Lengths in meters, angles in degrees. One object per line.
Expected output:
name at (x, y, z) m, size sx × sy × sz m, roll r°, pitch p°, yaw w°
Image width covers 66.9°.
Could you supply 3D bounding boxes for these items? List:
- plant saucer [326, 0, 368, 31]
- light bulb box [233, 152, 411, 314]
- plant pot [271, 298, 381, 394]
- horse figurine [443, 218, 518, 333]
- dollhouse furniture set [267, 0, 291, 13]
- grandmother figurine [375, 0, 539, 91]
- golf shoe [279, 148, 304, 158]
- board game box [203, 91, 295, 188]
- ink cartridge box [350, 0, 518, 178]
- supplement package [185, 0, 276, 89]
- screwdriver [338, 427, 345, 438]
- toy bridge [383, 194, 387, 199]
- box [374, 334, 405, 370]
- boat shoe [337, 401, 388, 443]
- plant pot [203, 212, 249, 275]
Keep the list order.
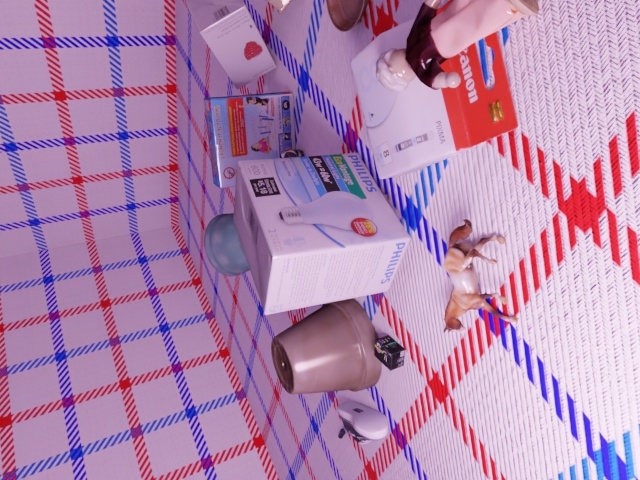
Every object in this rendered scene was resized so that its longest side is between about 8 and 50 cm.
plant saucer at (0.076, -0.650, 1.258) m, size 0.198 × 0.036 × 0.199 m, roll 36°, pitch 133°, yaw 53°
light bulb box at (-0.015, -0.033, 1.295) m, size 0.225 × 0.361 × 0.358 m, roll 105°, pitch 149°, yaw -45°
plant pot at (-0.001, 0.374, 1.608) m, size 0.323 × 0.280 × 0.323 m, roll 40°, pitch 137°, yaw 52°
horse figurine at (0.327, 0.079, 1.054) m, size 0.174 × 0.066 × 0.263 m, roll -4°, pitch 100°, yaw 58°
dollhouse furniture set at (-0.175, -0.858, 1.527) m, size 0.212 × 0.161 × 0.242 m, roll -41°, pitch 48°, yaw 25°
grandmother figurine at (0.233, -0.381, 0.921) m, size 0.342 × 0.104 × 0.208 m, roll -18°, pitch 63°, yaw 53°
golf shoe at (-0.095, -0.225, 1.736) m, size 0.077 × 0.094 × 0.198 m, roll -10°, pitch 94°, yaw 63°
board game box at (-0.242, -0.362, 1.729) m, size 0.086 × 0.302 × 0.308 m, roll 33°, pitch 130°, yaw 55°
ink cartridge box at (0.222, -0.325, 1.052) m, size 0.385 × 0.091 × 0.308 m, roll -14°, pitch 89°, yaw 65°
supplement package at (-0.305, -0.716, 1.697) m, size 0.175 × 0.177 × 0.293 m, roll 63°, pitch -175°, yaw 26°
screwdriver at (0.097, 0.717, 1.863) m, size 0.025 × 0.024 × 0.170 m, roll -86°, pitch 10°, yaw -46°
toy bridge at (0.170, -0.041, 1.358) m, size 0.063 × 0.026 × 0.188 m, roll 11°, pitch 110°, yaw 63°
box at (0.204, 0.331, 1.432) m, size 0.083 × 0.052 × 0.062 m, roll 36°, pitch 132°, yaw 52°
boat shoe at (0.144, 0.631, 1.631) m, size 0.301 × 0.108 × 0.102 m, roll -12°, pitch 91°, yaw 67°
plant pot at (-0.348, 0.007, 2.188) m, size 0.196 × 0.293 × 0.293 m, roll -10°, pitch 93°, yaw 37°
